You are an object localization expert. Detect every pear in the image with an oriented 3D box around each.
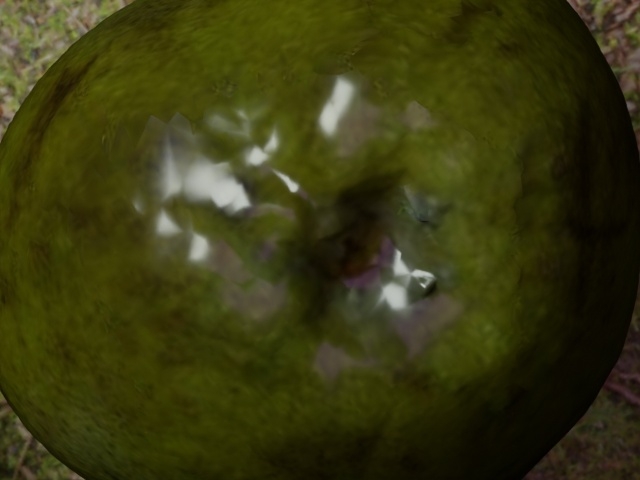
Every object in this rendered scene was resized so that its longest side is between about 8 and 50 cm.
[{"bbox_3d":[0.000,0.000,0.781,0.352,0.413,0.351,0,91,-5],"label":"pear"}]
